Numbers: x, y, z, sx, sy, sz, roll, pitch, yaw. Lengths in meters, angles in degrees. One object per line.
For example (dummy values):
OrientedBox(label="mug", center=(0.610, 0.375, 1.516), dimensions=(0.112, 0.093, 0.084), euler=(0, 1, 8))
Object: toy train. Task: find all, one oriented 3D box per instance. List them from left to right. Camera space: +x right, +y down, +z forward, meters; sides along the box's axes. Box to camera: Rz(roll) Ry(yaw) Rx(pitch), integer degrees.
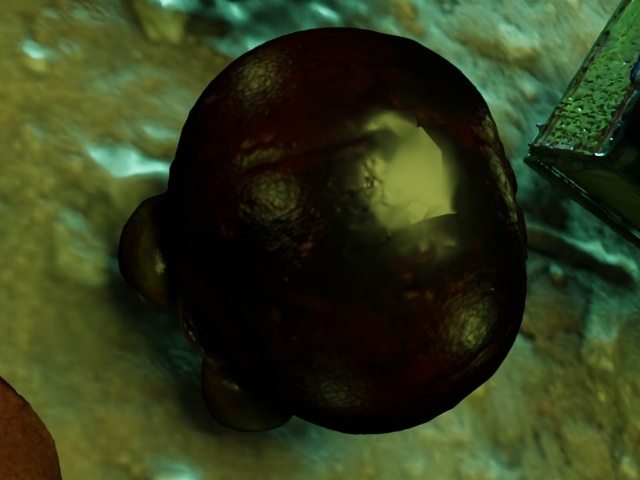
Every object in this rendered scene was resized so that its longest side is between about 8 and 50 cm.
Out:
OrientedBox(label="toy train", center=(0.240, -0.032, 0.618), dimensions=(0.261, 0.177, 0.134), euler=(34, 86, -21))

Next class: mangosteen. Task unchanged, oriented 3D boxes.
OrientedBox(label="mangosteen", center=(0.000, 0.000, 0.459), dimensions=(0.152, 0.152, 0.152), euler=(19, 55, -30))

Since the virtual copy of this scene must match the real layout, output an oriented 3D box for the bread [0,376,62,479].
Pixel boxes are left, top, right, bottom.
OrientedBox(label="bread", center=(-0.118, 0.088, 0.351), dimensions=(0.119, 0.067, 0.192), euler=(5, 64, -38))
